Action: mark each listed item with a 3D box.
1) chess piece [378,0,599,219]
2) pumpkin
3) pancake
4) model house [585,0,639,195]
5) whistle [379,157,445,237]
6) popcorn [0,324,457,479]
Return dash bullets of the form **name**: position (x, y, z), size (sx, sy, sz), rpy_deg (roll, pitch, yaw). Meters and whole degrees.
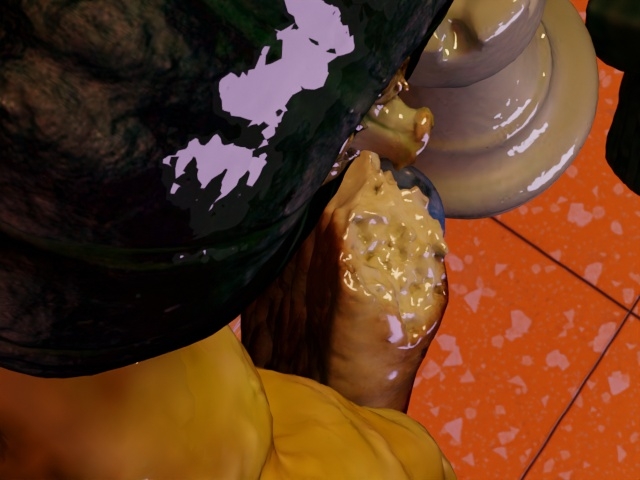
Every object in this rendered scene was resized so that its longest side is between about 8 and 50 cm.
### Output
- **chess piece**: position (0.084, -0.131, 1.039), size (0.194, 0.195, 0.299), rpy_deg (-55, 167, -5)
- **pumpkin**: position (-0.036, -0.057, 0.391), size (0.202, 0.140, 0.202), rpy_deg (-54, 179, -2)
- **pancake**: position (0.000, 0.005, 0.897), size (0.427, 0.067, 0.304), rpy_deg (112, -20, -69)
- **model house**: position (0.344, -0.245, 1.175), size (0.400, 0.395, 0.445), rpy_deg (-8, 114, -45)
- **whistle**: position (0.037, -0.014, 1.055), size (0.090, 0.090, 0.158), rpy_deg (-56, -175, 4)
- **popcorn**: position (-0.095, 0.180, 0.597), size (0.334, 0.294, 0.292), rpy_deg (-64, 172, -10)
